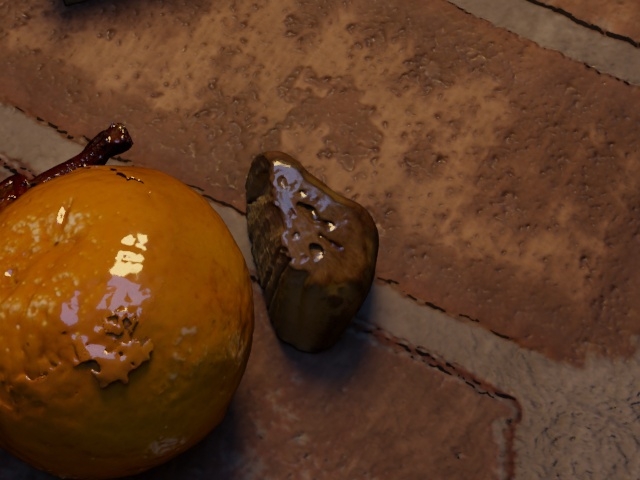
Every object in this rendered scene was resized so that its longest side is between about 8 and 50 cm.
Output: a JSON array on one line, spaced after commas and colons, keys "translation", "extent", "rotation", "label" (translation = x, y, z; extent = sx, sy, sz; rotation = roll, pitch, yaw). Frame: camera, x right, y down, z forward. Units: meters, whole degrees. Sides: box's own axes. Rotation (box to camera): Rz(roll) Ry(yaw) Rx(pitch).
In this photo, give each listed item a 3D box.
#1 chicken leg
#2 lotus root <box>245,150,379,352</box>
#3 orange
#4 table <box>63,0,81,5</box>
[{"translation": [-0.235, -0.018, 0.910], "extent": [0.053, 0.093, 0.205], "rotation": [46, 68, -22], "label": "chicken leg"}, {"translation": [-0.002, 0.000, 0.896], "extent": [0.095, 0.135, 0.159], "rotation": [-15, 77, -13], "label": "lotus root"}, {"translation": [-0.149, 0.057, 0.803], "extent": [0.219, 0.193, 0.219], "rotation": [-28, 31, 19], "label": "orange"}, {"translation": [-0.138, -0.320, 1.053], "extent": [0.240, 0.121, 0.111], "rotation": [-17, 64, -13], "label": "table"}]
